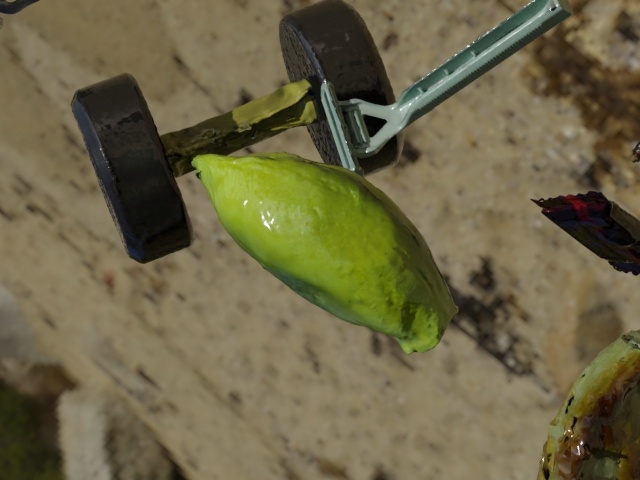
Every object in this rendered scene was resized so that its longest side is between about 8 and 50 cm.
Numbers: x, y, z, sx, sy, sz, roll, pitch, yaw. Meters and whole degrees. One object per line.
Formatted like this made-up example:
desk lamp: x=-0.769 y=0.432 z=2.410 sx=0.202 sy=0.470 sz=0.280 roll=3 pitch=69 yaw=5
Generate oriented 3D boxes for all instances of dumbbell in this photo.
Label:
dumbbell: x=-0.090 y=-0.121 z=1.839 sx=0.204 sy=0.322 sz=0.203 roll=159 pitch=90 yaw=-82

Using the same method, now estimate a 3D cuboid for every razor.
razor: x=0.128 y=-0.165 z=1.675 sx=0.056 sy=0.278 sz=0.111 roll=26 pitch=-139 yaw=-54

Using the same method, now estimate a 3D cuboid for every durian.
durian: x=0.000 y=0.000 z=1.361 sx=0.250 sy=0.101 sz=0.139 roll=32 pitch=160 yaw=-1

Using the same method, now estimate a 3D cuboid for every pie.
pie: x=0.324 y=0.234 z=1.695 sx=0.355 sy=0.288 sz=0.103 roll=2 pitch=-161 yaw=-41

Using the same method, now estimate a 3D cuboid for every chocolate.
chocolate: x=0.278 y=-0.004 z=1.620 sx=0.086 sy=0.028 sz=0.182 roll=-4 pitch=156 yaw=39

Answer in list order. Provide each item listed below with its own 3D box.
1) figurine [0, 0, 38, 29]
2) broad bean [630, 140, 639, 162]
figurine: x=-0.400 y=-0.312 z=1.950 sx=0.128 sy=0.184 sz=0.208 roll=31 pitch=132 yaw=3
broad bean: x=0.322 y=-0.133 z=1.443 sx=0.046 sy=0.195 sz=0.061 roll=46 pitch=140 yaw=-2
